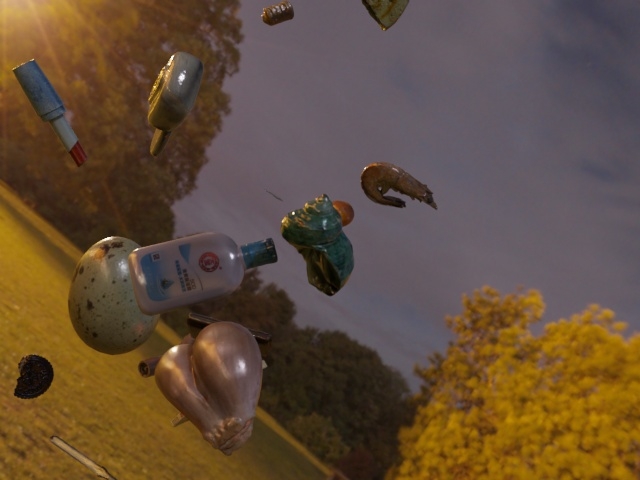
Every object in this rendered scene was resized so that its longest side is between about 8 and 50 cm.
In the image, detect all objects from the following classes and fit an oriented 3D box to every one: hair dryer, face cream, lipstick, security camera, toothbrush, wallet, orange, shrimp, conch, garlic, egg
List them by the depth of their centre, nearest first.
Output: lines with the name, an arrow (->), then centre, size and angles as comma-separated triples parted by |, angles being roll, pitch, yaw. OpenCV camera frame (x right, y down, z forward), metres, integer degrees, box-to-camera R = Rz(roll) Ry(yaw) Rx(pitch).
security camera -> -0.330, -0.284, 1.484 | 0.080, 0.157, 0.301 | 19, -21, -20
garlic -> -0.221, 0.293, 1.549 | 0.246, 0.231, 0.340 | 40, -4, -3
conch -> 0.001, -0.004, 1.563 | 0.196, 0.134, 0.202 | 27, -33, 39
face cream -> -0.268, 0.063, 1.633 | 0.080, 0.336, 0.163 | 113, -38, -75
wallet -> -0.212, 0.224, 1.642 | 0.198, 0.031, 0.110 | 14, -30, 6
lipstick -> -0.648, -0.304, 1.703 | 0.061, 0.068, 0.274 | -96, 162, -65
toothbrush -> -0.557, 0.555, 1.713 | 0.294, 0.026, 0.028 | 26, -29, 19
shrimp -> 0.205, -0.127, 1.832 | 0.223, 0.047, 0.126 | 29, -54, -12
orange -> 0.054, -0.074, 1.939 | 0.083, 0.070, 0.083 | 21, -13, 5
hair dryer -> -0.400, 0.307, 2.027 | 0.195, 0.220, 0.054 | -9, 58, -54
egg -> -0.645, 0.175, 2.194 | 0.287, 0.287, 0.379 | 21, -60, 54

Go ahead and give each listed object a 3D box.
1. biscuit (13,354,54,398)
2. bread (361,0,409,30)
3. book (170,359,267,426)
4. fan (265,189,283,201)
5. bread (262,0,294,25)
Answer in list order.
biscuit -> -0.577, 0.273, 1.392 | 0.087, 0.089, 0.027 | 62, -19, -19
bread -> 0.132, -0.547, 1.505 | 0.156, 0.110, 0.103 | 49, 15, -19
book -> -0.292, 0.439, 1.999 | 0.264, 0.202, 0.027 | -46, -112, 38
fan -> -0.171, -0.165, 2.512 | 0.083, 0.004, 0.056 | 30, 9, -36
bread -> -0.106, -0.570, 1.753 | 0.033, 0.088, 0.049 | 25, -46, 51
